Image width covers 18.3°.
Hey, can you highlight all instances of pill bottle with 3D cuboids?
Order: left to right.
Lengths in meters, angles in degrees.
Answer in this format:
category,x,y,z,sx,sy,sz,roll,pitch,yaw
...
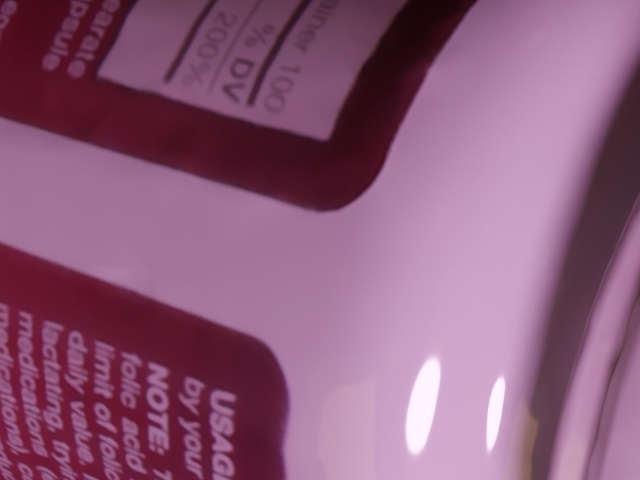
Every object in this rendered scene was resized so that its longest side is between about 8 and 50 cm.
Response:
category,x,y,z,sx,sy,sz,roll,pitch,yaw
pill bottle,0.000,0.000,0.574,0.392,0.224,0.224,18,138,33
